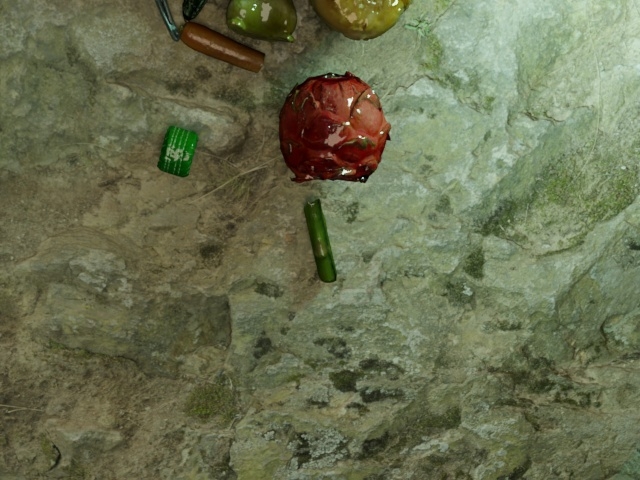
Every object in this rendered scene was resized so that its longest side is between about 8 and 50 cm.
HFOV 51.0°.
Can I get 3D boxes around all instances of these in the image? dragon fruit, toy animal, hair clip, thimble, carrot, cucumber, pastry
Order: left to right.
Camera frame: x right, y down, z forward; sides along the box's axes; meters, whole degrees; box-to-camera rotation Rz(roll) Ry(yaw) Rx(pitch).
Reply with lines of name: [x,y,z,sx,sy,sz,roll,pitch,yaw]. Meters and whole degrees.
hair clip: [-0.388,-0.604,1.647,0.039,0.070,0.230,-37,131,-31]
thimble: [-0.379,-0.238,1.790,0.090,0.118,0.130,16,86,-11]
cucumber: [-0.271,-0.628,1.587,0.067,0.068,0.293,19,145,-17]
carrot: [-0.254,-0.492,1.708,0.225,0.067,0.067,18,112,-18]
toy animal: [-0.126,-0.651,1.586,0.180,0.180,0.363,7,113,-7]
dragon fruit: [0.032,-0.279,1.737,0.295,0.296,0.302,-2,113,-8]
pastry: [0.096,-0.642,1.618,0.284,0.184,0.316,28,89,-26]

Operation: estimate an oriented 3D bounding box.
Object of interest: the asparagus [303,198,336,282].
asparagus: [-0.002,0.000,1.992,0.059,0.067,0.278,-1,116,23]
